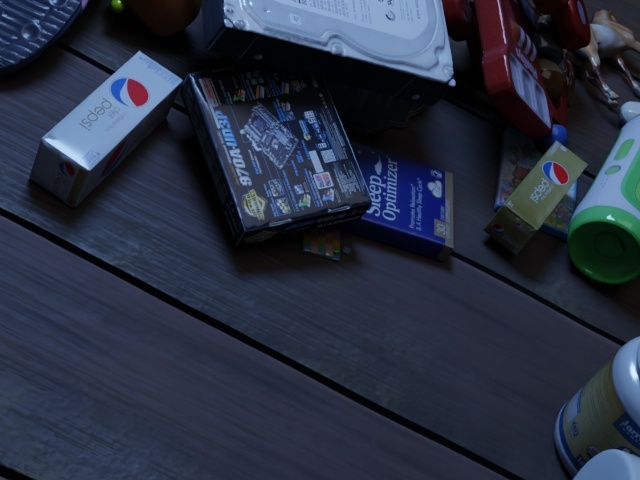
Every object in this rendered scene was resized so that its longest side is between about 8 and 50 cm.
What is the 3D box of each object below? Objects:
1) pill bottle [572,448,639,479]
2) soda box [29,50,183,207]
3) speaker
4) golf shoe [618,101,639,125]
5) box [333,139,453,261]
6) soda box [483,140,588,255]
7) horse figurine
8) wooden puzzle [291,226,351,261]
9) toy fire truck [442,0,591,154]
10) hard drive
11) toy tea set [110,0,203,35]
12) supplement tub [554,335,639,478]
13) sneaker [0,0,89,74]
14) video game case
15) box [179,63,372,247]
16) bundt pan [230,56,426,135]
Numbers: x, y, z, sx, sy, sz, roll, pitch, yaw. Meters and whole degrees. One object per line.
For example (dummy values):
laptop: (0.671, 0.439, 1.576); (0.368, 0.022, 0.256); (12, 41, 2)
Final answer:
pill bottle: (0.451, 0.376, 1.340); (0.392, 0.224, 0.224); (22, 46, -9)
soda box: (-0.254, -0.135, 1.516); (0.069, 0.074, 0.216); (35, 45, 3)
speaker: (0.443, -0.066, 1.777); (0.131, 0.131, 0.296); (35, 46, 3)
golf shoe: (0.553, -0.187, 1.963); (0.186, 0.086, 0.067); (15, 49, -14)
box: (0.066, -0.062, 1.646); (0.225, 0.036, 0.136); (16, 48, -13)
soda box: (0.293, -0.059, 1.717); (0.058, 0.061, 0.181); (38, 46, 6)
horse figurine: (0.447, -0.294, 2.013); (0.263, 0.066, 0.174); (-22, 71, -41)
wooden puzzle: (0.000, 0.000, 1.579); (0.083, 0.006, 0.049); (14, 48, -16)
toy fire truck: (0.286, -0.256, 1.795); (0.302, 0.169, 0.253); (33, 49, -58)
hard drive: (0.009, -0.315, 1.610); (0.339, 0.064, 0.236); (10, 59, -29)
toy tea set: (-0.146, -0.409, 1.693); (0.124, 0.200, 0.336); (59, 38, -37)
supplement tub: (0.377, 0.199, 1.468); (0.144, 0.199, 0.144); (14, 48, -16)
sneaker: (-0.336, -0.317, 1.615); (0.112, 0.131, 0.319); (35, 68, 1)
video game case: (0.308, -0.082, 1.798); (0.119, 0.015, 0.166); (22, 46, -9)
box: (-0.055, -0.115, 1.557); (0.175, 0.051, 0.220); (-14, 72, -25)
bundt pan: (0.032, -0.308, 1.774); (0.331, 0.124, 0.330); (14, 49, -17)
